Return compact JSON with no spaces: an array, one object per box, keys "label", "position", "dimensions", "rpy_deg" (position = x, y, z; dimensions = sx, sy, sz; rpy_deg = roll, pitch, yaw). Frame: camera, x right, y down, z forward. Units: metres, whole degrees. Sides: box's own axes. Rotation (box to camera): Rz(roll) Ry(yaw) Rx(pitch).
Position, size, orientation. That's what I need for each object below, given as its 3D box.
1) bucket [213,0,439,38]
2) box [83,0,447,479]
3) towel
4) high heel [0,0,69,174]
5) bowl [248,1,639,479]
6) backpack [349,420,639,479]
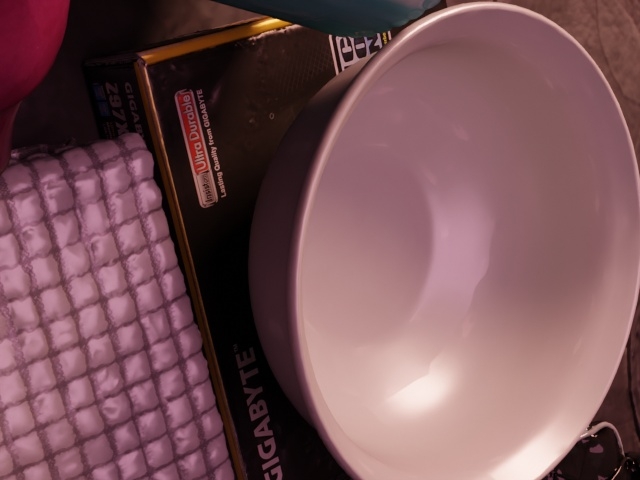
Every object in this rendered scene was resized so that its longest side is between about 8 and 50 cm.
[{"label":"bucket","position":[-0.018,-0.244,0.546],"dimensions":[0.183,0.281,0.281],"rpy_deg":[14,86,-37]},{"label":"box","position":[0.000,0.000,0.757],"dimensions":[0.257,0.079,0.322],"rpy_deg":[-23,110,-37]},{"label":"towel","position":[-0.187,0.098,0.590],"dimensions":[0.235,0.121,0.283],"rpy_deg":[-23,108,-30]},{"label":"high heel","position":[-0.289,-0.096,0.399],"dimensions":[0.377,0.181,0.127],"rpy_deg":[-3,63,-25]},{"label":"bowl","position":[0.060,0.008,0.671],"dimensions":[0.298,0.134,0.297],"rpy_deg":[-5,98,-39]},{"label":"backpack","position":[0.111,0.254,0.804],"dimensions":[0.253,0.191,0.225],"rpy_deg":[-36,119,-34]}]
